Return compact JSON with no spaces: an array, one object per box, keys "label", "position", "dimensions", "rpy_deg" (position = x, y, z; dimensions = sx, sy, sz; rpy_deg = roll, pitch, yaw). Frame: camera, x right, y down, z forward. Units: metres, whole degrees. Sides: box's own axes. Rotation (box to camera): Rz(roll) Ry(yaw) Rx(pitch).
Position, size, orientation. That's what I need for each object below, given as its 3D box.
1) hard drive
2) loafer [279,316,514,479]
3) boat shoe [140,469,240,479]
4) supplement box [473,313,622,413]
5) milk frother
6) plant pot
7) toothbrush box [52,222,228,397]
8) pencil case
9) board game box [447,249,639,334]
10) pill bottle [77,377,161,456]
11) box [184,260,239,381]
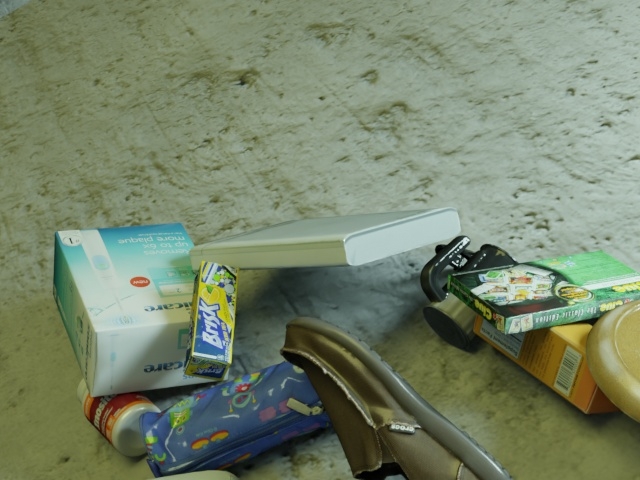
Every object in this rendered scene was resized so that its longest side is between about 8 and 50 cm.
[{"label":"hard drive","position":[0.000,0.000,1.773],"dimensions":[0.233,0.047,0.353],"rpy_deg":[-15,8,-41]},{"label":"loafer","position":[0.072,0.233,1.467],"dimensions":[0.366,0.134,0.130],"rpy_deg":[39,80,24]},{"label":"boat shoe","position":[-0.260,0.394,1.570],"dimensions":[0.335,0.121,0.119],"rpy_deg":[-17,35,10]},{"label":"supplement box","position":[0.303,0.136,1.543],"dimensions":[0.078,0.080,0.233],"rpy_deg":[1,24,-34]},{"label":"milk frother","position":[0.196,0.071,1.700],"dimensions":[0.135,0.129,0.143],"rpy_deg":[-44,-3,-20]},{"label":"plant pot","position":[0.438,0.144,1.419],"dimensions":[0.236,0.032,0.236],"rpy_deg":[4,40,-3]},{"label":"toothbrush box","position":[-0.283,0.100,1.850],"dimensions":[0.216,0.126,0.295],"rpy_deg":[-4,32,-22]},{"label":"pencil case","position":[-0.102,0.247,1.642],"dimensions":[0.306,0.119,0.133],"rpy_deg":[-23,15,8]},{"label":"board game box","position":[0.312,0.065,1.567],"dimensions":[0.260,0.030,0.136],"rpy_deg":[-7,24,-26]},{"label":"pill bottle","position":[-0.306,0.255,1.786],"dimensions":[0.086,0.086,0.152],"rpy_deg":[-41,39,-17]},{"label":"box","position":[-0.156,0.114,1.699],"dimensions":[0.059,0.054,0.169],"rpy_deg":[12,50,-13]}]
